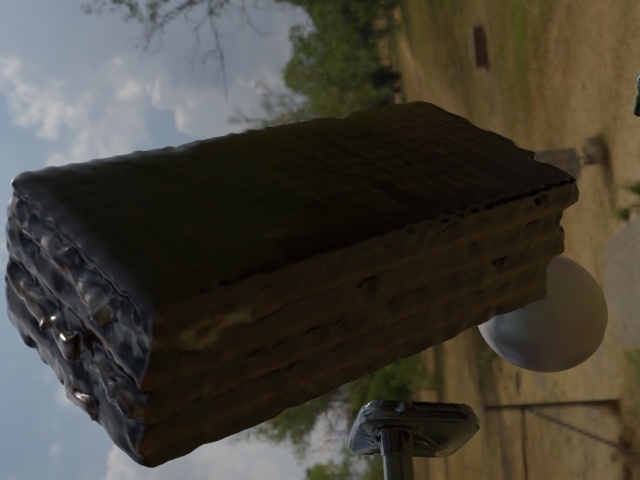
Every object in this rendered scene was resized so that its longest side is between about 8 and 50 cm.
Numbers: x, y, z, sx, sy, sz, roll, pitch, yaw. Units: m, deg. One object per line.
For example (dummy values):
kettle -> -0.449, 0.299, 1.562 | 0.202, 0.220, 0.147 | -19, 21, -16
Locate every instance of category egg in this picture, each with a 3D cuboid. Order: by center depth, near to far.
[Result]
egg -> 0.190, 0.061, 0.837 | 0.135, 0.103, 0.103 | 21, -121, -44

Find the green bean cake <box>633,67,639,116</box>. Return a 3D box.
green bean cake -> 0.249, -0.129, 0.462 | 0.208, 0.107, 0.193 | -5, -61, -51

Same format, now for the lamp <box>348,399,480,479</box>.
lamp -> 0.129, 0.295, 0.909 | 0.124, 0.203, 0.283 | 122, 149, -73

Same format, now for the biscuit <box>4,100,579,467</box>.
biscuit -> 0.000, 0.000, 0.413 | 0.252, 0.106, 0.070 | -17, -50, -40
